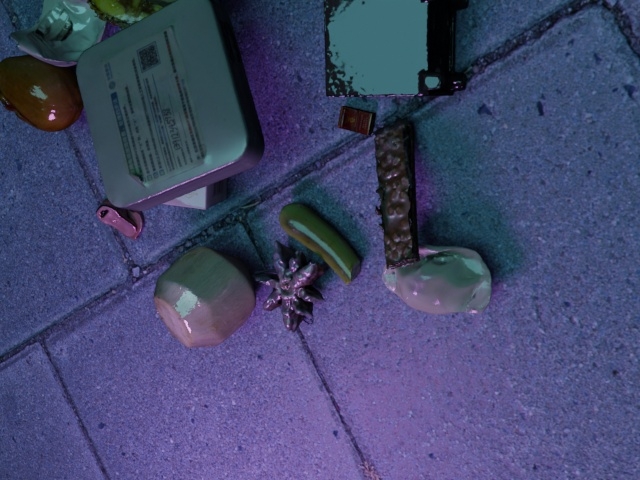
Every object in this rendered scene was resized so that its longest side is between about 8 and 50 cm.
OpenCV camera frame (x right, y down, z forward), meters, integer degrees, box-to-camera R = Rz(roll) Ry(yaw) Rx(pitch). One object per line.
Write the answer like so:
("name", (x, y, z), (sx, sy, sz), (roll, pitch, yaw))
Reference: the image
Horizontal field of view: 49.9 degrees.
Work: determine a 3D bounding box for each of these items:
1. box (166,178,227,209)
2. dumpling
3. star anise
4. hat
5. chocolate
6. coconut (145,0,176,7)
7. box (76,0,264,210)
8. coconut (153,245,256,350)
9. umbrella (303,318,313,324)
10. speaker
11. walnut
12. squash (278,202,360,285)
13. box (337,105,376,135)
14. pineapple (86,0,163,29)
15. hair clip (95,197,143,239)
("box", (-0.354, -0.266, 1.730), (0.225, 0.143, 0.341), (8, 105, 12))
("dumpling", (0.249, 0.081, 1.489), (0.250, 0.132, 0.162), (9, 109, 28))
("star anise", (-0.071, 0.107, 1.704), (0.236, 0.093, 0.229), (-27, 85, 41))
("hat", (-0.721, -0.588, 1.907), (0.301, 0.168, 0.257), (25, 77, 48))
("chocolate", (0.171, -0.100, 1.477), (0.103, 0.065, 0.329), (-15, 69, 38))
("coconut", (-0.328, -0.692, 1.561), (0.323, 0.323, 0.322), (7, 105, 29))
("box", (-0.345, -0.300, 1.544), (0.397, 0.111, 0.395), (-18, 82, 22))
("coconut", (-0.285, 0.139, 1.767), (0.245, 0.247, 0.244), (35, 147, 27))
("umbrella", (-0.071, 0.185, 1.771), (0.122, 0.013, 0.022), (30, 102, 22))
("speaker", (0.155, -0.409, 1.402), (0.254, 0.184, 0.232), (5, 104, 26))
("walnut", (-0.795, -0.431, 1.949), (0.298, 0.203, 0.203), (39, 118, 20))
("squash", (0.000, 0.000, 1.652), (0.250, 0.083, 0.083), (42, 119, 12))
("box", (0.082, -0.273, 1.568), (0.082, 0.023, 0.051), (18, 109, 26))
("pineapple", (-0.475, -0.577, 1.729), (0.334, 0.161, 0.158), (44, 84, 5))
("hair clip", (-0.571, -0.077, 1.997), (0.138, 0.102, 0.123), (33, 123, -17))
